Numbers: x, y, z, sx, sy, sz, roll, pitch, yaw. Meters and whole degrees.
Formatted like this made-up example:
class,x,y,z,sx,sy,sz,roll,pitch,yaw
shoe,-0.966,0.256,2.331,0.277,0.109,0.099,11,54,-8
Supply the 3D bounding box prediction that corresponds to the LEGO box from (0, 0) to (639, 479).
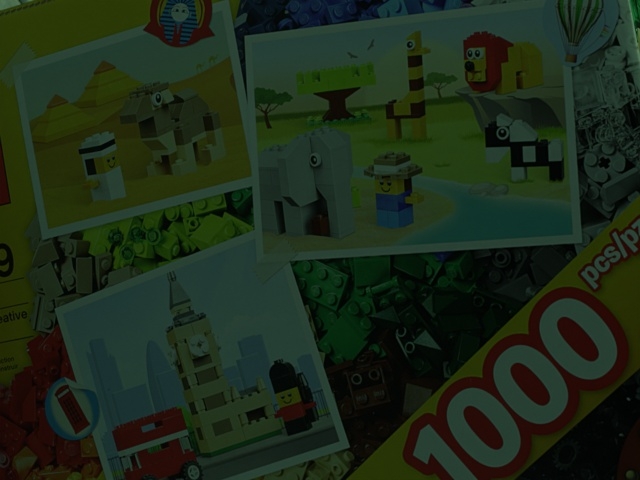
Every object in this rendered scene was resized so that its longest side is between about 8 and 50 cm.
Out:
class,x,y,z,sx,sy,sz,roll,pitch,yaw
LEGO box,0.000,0.000,1.088,0.193,0.500,0.372,-1,80,-65
